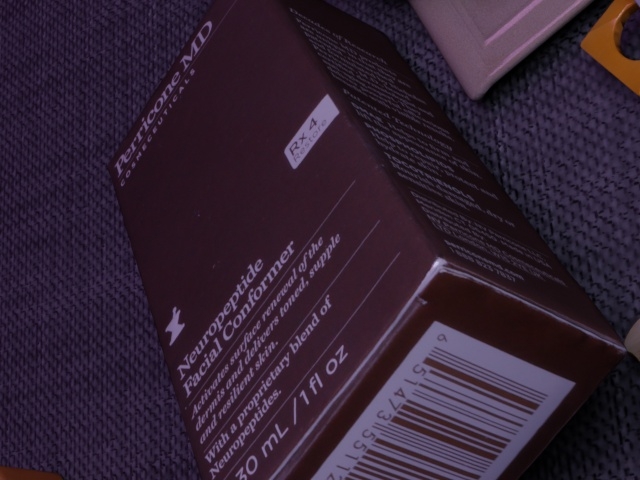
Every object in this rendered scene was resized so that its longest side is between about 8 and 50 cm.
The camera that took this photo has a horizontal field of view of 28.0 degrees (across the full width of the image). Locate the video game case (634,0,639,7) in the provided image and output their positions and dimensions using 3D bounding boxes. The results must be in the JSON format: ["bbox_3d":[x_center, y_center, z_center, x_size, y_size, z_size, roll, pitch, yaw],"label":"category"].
[{"bbox_3d":[0.245,-0.157,0.745,0.122,0.011,0.087,-32,71,-5],"label":"video game case"}]

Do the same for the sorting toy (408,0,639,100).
[{"bbox_3d":[0.141,-0.213,0.872,0.196,0.047,0.347,-42,54,24],"label":"sorting toy"}]

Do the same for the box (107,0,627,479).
[{"bbox_3d":[0.000,0.000,0.774,0.191,0.143,0.381,-54,31,18],"label":"box"}]

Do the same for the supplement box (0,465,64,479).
[{"bbox_3d":[-0.187,0.270,0.945,0.233,0.078,0.080,42,102,39],"label":"supplement box"}]

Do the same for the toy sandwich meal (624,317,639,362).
[{"bbox_3d":[0.214,0.069,0.730,0.085,0.029,0.085,-13,68,34],"label":"toy sandwich meal"}]
